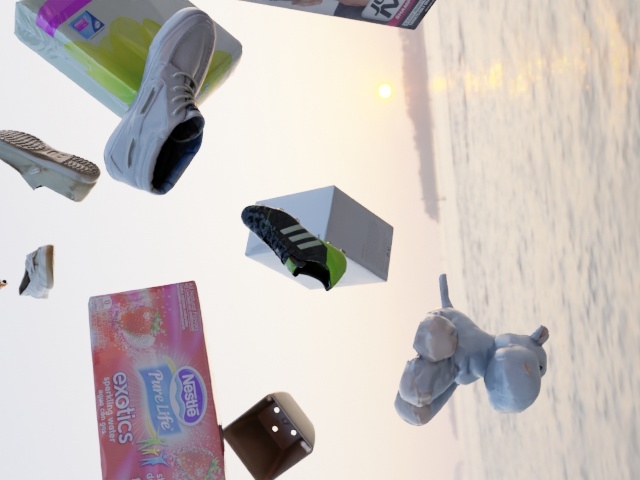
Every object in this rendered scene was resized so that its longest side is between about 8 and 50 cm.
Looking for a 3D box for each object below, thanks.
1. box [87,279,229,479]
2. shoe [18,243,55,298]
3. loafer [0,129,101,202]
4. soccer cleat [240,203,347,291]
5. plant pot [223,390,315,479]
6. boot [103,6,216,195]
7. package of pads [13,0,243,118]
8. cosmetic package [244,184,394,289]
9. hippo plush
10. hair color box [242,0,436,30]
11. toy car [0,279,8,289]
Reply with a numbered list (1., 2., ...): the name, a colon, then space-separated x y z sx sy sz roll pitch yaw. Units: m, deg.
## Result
1. box: -0.201 0.220 0.944 0.154 0.142 0.300 97 162 -65
2. shoe: -0.566 0.068 1.479 0.219 0.058 0.076 134 134 -55
3. loafer: -0.593 -0.154 1.549 0.102 0.268 0.092 -43 -25 -68
4. soccer cleat: -0.043 0.008 1.084 0.072 0.179 0.060 -60 1 -44
5. plant pot: -0.070 0.297 1.158 0.109 0.109 0.096 52 -165 5
6. boot: -0.183 -0.179 0.975 0.095 0.123 0.258 25 -90 -50
7. package of pads: -0.300 -0.325 1.202 0.229 0.296 0.101 -53 3 -34
8. cosmetic package: 0.000 0.000 1.593 0.225 0.224 0.138 30 -120 -45
9. hippo plush: 0.279 0.239 1.341 0.294 0.236 0.234 -41 -32 -68
10. hair color box: 0.035 -0.413 1.047 0.174 0.347 0.105 -53 53 40
11. toy car: -0.805 0.114 1.802 0.122 0.060 0.040 -142 76 -79
